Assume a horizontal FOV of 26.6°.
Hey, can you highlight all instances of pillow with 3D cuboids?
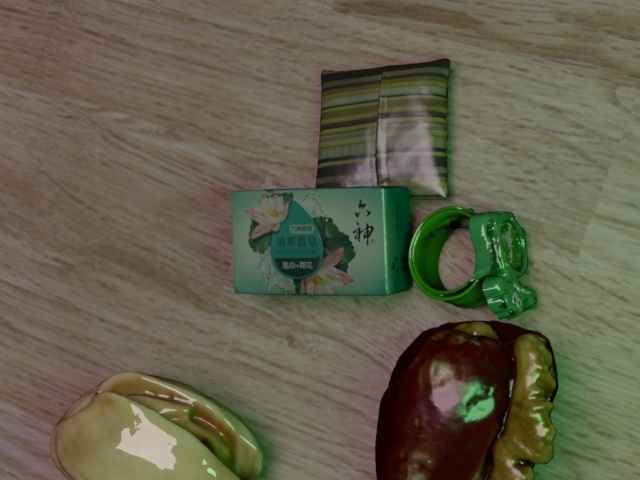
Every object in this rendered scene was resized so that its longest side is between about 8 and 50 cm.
[{"bbox_3d":[0.089,-0.156,1.956,0.208,0.052,0.212,-4,76,27],"label":"pillow"}]

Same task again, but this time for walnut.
[{"bbox_3d":[0.201,0.236,1.719,0.244,0.222,0.269,14,97,39],"label":"walnut"}]

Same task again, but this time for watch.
[{"bbox_3d":[0.196,0.035,1.824,0.152,0.131,0.165,-13,72,33],"label":"watch"}]

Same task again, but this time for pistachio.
[{"bbox_3d":[-0.236,0.298,1.926,0.318,0.214,0.193,17,42,20],"label":"pistachio"}]

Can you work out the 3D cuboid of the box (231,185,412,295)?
[{"bbox_3d":[0.000,0.000,1.916,0.245,0.092,0.153,-1,92,26],"label":"box"}]
